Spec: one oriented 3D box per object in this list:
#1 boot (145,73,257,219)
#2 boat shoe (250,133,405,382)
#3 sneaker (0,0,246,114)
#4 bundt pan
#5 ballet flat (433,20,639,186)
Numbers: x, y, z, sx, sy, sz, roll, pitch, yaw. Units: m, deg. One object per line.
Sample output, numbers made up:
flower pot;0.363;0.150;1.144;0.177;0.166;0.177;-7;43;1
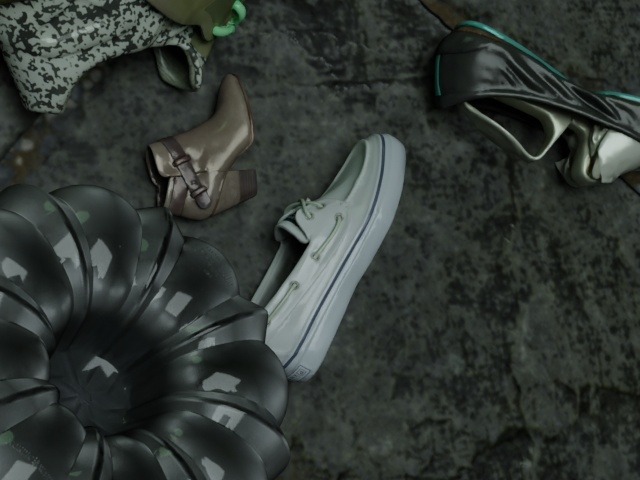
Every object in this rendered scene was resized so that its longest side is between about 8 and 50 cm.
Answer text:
boot;-0.098;-0.076;1.065;0.087;0.042;0.118;-6;80;-26
boat shoe;0.000;0.000;1.070;0.076;0.083;0.226;29;67;-19
sneaker;-0.109;-0.219;1.071;0.410;0.158;0.182;-25;120;-31
bundt pan;-0.156;0.100;0.892;0.331;0.124;0.331;19;54;-28
ballet flat;0.225;-0.106;1.215;0.280;0.095;0.096;20;78;-10
